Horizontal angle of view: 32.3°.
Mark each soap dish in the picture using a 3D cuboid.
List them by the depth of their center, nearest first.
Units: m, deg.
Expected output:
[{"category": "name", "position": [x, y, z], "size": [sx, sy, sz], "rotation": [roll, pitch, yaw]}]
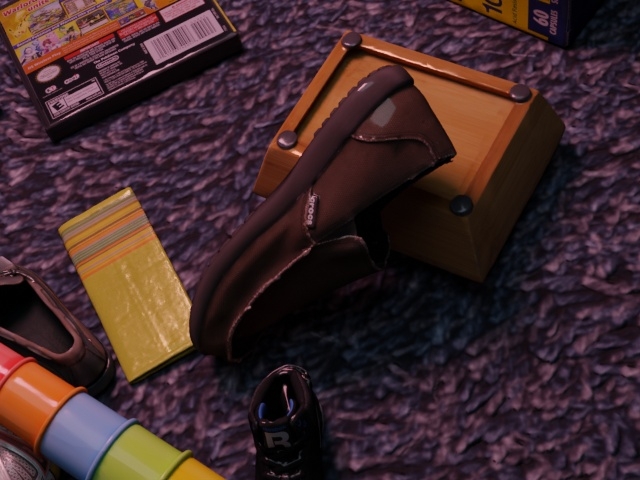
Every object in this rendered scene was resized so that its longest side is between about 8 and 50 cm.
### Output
[{"category": "soap dish", "position": [0.097, -0.105, 1.238], "size": [0.291, 0.118, 0.229], "rotation": [22, 64, 21]}]

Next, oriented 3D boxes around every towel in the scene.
[{"category": "towel", "position": [-0.215, 0.048, 1.258], "size": [0.102, 0.021, 0.237], "rotation": [-30, 58, -3]}]

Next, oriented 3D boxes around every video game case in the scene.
[{"category": "video game case", "position": [-0.276, -0.281, 1.472], "size": [0.275, 0.035, 0.248], "rotation": [-28, 57, -7]}]

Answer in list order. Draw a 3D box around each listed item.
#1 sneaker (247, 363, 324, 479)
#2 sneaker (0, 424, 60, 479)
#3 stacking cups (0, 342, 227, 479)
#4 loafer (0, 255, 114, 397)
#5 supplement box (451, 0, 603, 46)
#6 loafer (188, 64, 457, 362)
[{"category": "sneaker", "position": [-0.038, 0.222, 1.047], "size": [0.079, 0.121, 0.217], "rotation": [-7, 56, 7]}, {"category": "sneaker", "position": [-0.347, 0.191, 1.160], "size": [0.093, 0.088, 0.225], "rotation": [-21, 54, -28]}, {"category": "stacking cups", "position": [-0.222, 0.190, 1.080], "size": [0.316, 0.096, 0.096], "rotation": [33, 68, 14]}, {"category": "loafer", "position": [-0.335, 0.073, 1.221], "size": [0.267, 0.084, 0.096], "rotation": [31, 68, 26]}, {"category": "supplement box", "position": [0.204, -0.429, 1.383], "size": [0.356, 0.194, 0.195], "rotation": [29, 67, 26]}, {"category": "loafer", "position": [0.000, 0.000, 1.107], "size": [0.130, 0.134, 0.366], "rotation": [42, 112, 10]}]
